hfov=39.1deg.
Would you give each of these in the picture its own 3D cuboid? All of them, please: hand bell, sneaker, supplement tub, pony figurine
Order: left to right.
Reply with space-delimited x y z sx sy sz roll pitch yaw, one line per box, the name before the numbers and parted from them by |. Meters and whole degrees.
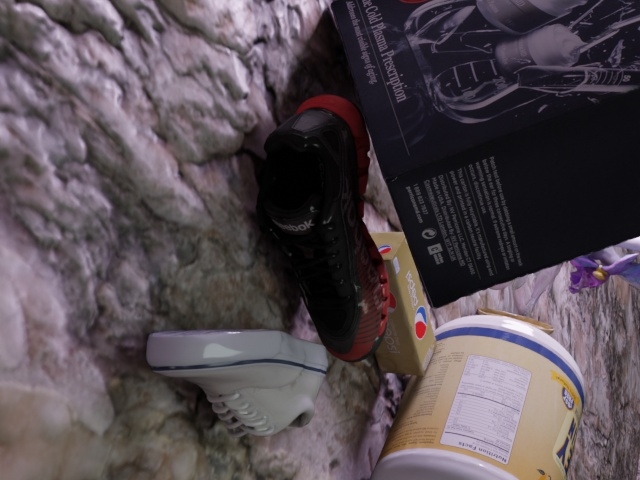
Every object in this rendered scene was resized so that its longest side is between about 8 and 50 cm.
sneaker | -0.060 0.126 0.787 0.258 0.094 0.091 22 67 -61
sneaker | 0.000 0.000 0.891 0.135 0.097 0.276 -30 115 -58
supplement tub | 0.191 0.275 1.120 0.316 0.228 0.228 -62 142 -40
hand bell | 0.287 0.241 1.464 0.126 0.126 0.242 4 100 -62
pony figurine | 0.473 -0.017 1.584 0.351 0.363 0.303 -66 155 -9

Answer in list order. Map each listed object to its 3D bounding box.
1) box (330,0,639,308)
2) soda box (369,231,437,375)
box | 0.202 -0.151 0.911 0.343 0.312 0.179 -102 170 -49
soda box | 0.088 0.078 1.095 0.058 0.061 0.181 -56 137 -46
